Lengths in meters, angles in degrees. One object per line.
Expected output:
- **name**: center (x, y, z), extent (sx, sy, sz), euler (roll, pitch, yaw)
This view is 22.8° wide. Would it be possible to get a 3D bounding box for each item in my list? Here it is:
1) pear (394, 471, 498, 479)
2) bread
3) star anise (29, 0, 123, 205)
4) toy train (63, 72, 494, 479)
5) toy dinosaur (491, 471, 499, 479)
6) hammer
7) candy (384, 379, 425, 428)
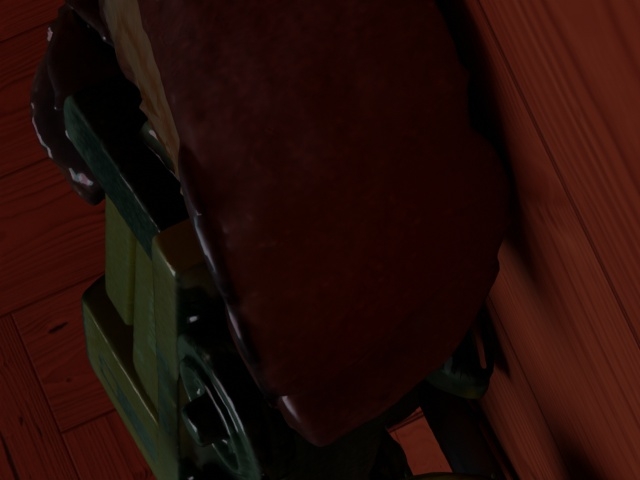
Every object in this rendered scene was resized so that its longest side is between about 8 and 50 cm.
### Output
- **pear**: center (0.077, 0.215, 0.727), extent (0.219, 0.187, 0.187), euler (60, 177, -11)
- **bread**: center (-0.016, -0.065, 0.658), extent (0.190, 0.123, 0.244), euler (74, 171, -50)
- **star anise**: center (-0.107, -0.135, 0.958), extent (0.093, 0.236, 0.229), euler (26, -177, -2)
- **toy train**: center (-0.043, 0.059, 0.930), extent (0.253, 0.160, 0.397), euler (56, 159, 24)
- **toy dinosaur**: center (0.111, 0.170, 0.851), extent (0.119, 0.029, 0.060), euler (-127, 34, -53)
- **hammer**: center (0.145, 0.235, 0.874), extent (0.152, 0.044, 0.427), euler (70, 176, -52)
- **candy**: center (0.000, 0.000, 1.249), extent (0.088, 0.061, 0.312), euler (98, 147, -80)
